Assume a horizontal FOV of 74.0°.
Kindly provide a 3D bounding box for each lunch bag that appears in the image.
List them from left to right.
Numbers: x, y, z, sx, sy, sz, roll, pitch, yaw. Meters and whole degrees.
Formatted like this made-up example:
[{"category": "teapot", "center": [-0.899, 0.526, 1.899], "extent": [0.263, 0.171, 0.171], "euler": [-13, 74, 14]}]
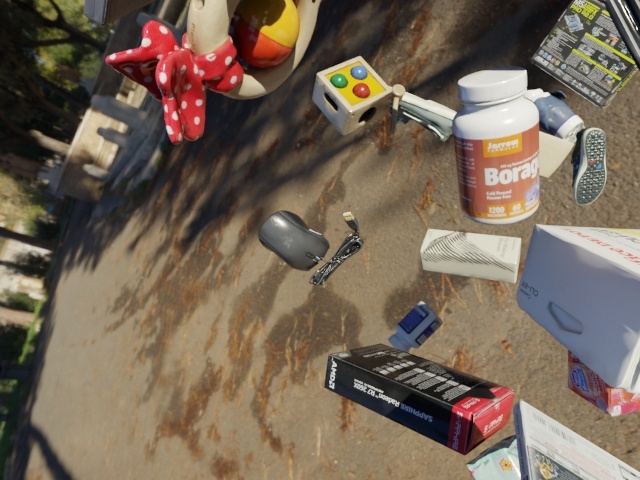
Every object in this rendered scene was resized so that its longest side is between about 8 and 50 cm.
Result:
[{"category": "lunch bag", "center": [0.552, 0.680, 1.185], "extent": [0.160, 0.262, 0.223], "euler": [-40, 60, 21]}]

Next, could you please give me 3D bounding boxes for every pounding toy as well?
[{"category": "pounding toy", "center": [0.120, -0.333, 0.980], "extent": [0.181, 0.206, 0.094], "euler": [53, 158, 16]}]

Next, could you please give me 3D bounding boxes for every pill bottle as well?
[{"category": "pill bottle", "center": [0.335, 0.319, 1.520], "extent": [0.187, 0.112, 0.112], "euler": [-44, 32, 0]}, {"category": "pill bottle", "center": [0.267, -0.142, 0.650], "extent": [0.121, 0.216, 0.121], "euler": [-13, 29, 8]}]

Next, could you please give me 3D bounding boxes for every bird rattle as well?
[{"category": "bird rattle", "center": [-0.077, -0.216, 0.435], "extent": [0.143, 0.207, 0.253], "euler": [33, 115, 26]}]

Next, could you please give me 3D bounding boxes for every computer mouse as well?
[{"category": "computer mouse", "center": [0.000, 0.000, 0.917], "extent": [0.184, 0.262, 0.060], "euler": [-44, 46, 1]}]

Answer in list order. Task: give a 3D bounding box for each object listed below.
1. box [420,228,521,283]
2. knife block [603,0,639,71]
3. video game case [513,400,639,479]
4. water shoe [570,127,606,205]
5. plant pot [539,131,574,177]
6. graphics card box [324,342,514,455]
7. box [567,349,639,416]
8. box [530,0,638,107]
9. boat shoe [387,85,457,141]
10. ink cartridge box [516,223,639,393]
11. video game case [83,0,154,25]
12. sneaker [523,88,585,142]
[{"category": "box", "center": [0.453, 0.044, 1.293], "extent": [0.275, 0.094, 0.113], "euler": [6, 47, 27]}, {"category": "knife block", "center": [0.321, -0.330, 0.472], "extent": [0.276, 0.088, 0.242], "euler": [25, 122, 27]}, {"category": "video game case", "center": [0.299, 0.282, 0.450], "extent": [0.022, 0.190, 0.173], "euler": [-62, -8, 26]}, {"category": "water shoe", "center": [0.707, -0.195, 1.127], "extent": [0.080, 0.073, 0.203], "euler": [-67, -22, -70]}, {"category": "plant pot", "center": [0.550, -0.217, 1.085], "extent": [0.109, 0.109, 0.096], "euler": [-112, 38, -75]}, {"category": "graphics card box", "center": [0.219, 0.344, 0.989], "extent": [0.371, 0.233, 0.094], "euler": [11, 95, 42]}, {"category": "box", "center": [0.719, 0.291, 0.970], "extent": [0.128, 0.257, 0.122], "euler": [-143, 46, -77]}, {"category": "box", "center": [0.808, -0.563, 1.262], "extent": [0.270, 0.060, 0.216], "euler": [50, 135, 24]}, {"category": "boat shoe", "center": [0.257, -0.381, 1.264], "extent": [0.116, 0.320, 0.099], "euler": [-90, 18, -59]}, {"category": "ink cartridge box", "center": [0.564, 0.089, 0.657], "extent": [0.279, 0.385, 0.160], "euler": [-109, 21, -71]}, {"category": "video game case", "center": [-0.146, -0.356, 0.442], "extent": [0.196, 0.026, 0.274], "euler": [-53, 15, 41]}, {"category": "sneaker", "center": [0.772, -0.419, 1.469], "extent": [0.130, 0.323, 0.236], "euler": [-48, 68, 18]}]
